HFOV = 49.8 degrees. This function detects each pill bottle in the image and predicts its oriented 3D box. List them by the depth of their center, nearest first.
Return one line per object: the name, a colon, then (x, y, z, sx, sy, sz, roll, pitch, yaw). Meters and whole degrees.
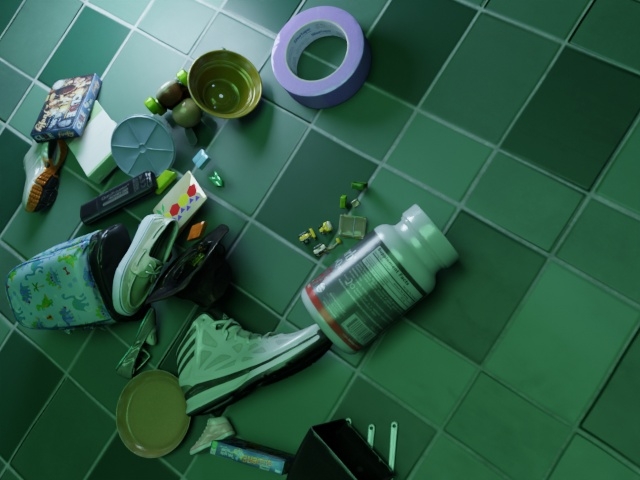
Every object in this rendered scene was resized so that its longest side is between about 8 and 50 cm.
pill bottle: (0.149, 0.092, 1.690, 0.363, 0.210, 0.210, -40, 68, 6)

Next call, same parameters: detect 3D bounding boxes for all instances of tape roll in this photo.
tape roll: (0.003, -0.519, 1.957, 0.274, 0.090, 0.275, -4, 76, 17)

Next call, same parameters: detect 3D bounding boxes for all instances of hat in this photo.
hat: (-0.326, 0.105, 1.860, 0.331, 0.331, 0.134, -38, 106, 7)

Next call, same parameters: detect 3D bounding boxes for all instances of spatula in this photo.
spatula: (0.112, 0.563, 1.691, 0.168, 0.019, 0.242, 0, 77, 20)

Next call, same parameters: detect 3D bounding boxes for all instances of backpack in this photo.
backpack: (-0.710, 0.129, 1.973, 0.355, 0.273, 0.290, -6, 104, 31)

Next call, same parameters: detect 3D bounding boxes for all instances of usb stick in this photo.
usb stick: (-0.616, -0.128, 2.091, 0.278, 0.045, 0.077, -25, 62, 17)

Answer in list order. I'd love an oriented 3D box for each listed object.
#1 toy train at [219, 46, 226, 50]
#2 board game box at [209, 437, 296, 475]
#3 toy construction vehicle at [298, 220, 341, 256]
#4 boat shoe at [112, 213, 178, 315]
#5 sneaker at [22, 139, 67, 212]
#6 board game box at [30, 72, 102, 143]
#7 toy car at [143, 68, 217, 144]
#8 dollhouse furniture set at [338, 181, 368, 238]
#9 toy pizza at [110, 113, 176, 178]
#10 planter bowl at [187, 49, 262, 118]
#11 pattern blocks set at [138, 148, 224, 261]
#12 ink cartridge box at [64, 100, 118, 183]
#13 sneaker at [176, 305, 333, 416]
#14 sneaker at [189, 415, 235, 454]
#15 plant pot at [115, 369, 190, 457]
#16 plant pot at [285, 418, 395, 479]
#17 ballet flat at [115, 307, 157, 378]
toy train: (-0.314, -0.555, 2.111, 0.017, 0.023, 0.083, 27, 86, 23)
board game box: (-0.159, 0.539, 1.729, 0.201, 0.136, 0.035, 9, 80, 22)
toy construction vehicle: (0.000, 0.000, 1.864, 0.098, 0.035, 0.086, -32, 58, 7)
boat shoe: (-0.483, 0.063, 1.905, 0.094, 0.109, 0.302, 2, 68, 36)
sneaker: (-0.904, -0.213, 2.206, 0.121, 0.099, 0.262, 4, 71, 28)
board game box: (-0.808, -0.423, 2.198, 0.165, 0.042, 0.243, -6, 54, 17)
toy car: (-0.402, -0.388, 2.067, 0.155, 0.149, 0.188, -39, 95, 5)
dollhouse furniture set: (0.093, -0.081, 1.853, 0.076, 0.058, 0.152, 7, 99, 13)
toy pizza: (-0.531, -0.280, 2.074, 0.201, 0.032, 0.201, 2, 109, 5)
planter bowl: (-0.285, -0.439, 2.017, 0.217, 0.090, 0.217, 5, 75, -17)
pattern blocks set: (-0.408, -0.098, 2.004, 0.325, 0.026, 0.285, -39, 56, 17)
ink cartridge box: (-0.702, -0.312, 2.172, 0.171, 0.056, 0.235, -44, 55, 4)
sneaker: (-0.199, 0.258, 1.793, 0.447, 0.169, 0.257, -28, 71, 14)
sneaker: (-0.295, 0.514, 1.830, 0.134, 0.051, 0.070, -30, 67, 7)
plant pot: (-0.456, 0.477, 1.905, 0.236, 0.032, 0.236, -4, 75, 17)
plant pot: (0.029, 0.554, 1.625, 0.188, 0.187, 0.167, 44, 103, 25)
ballet flat: (-0.503, 0.295, 1.957, 0.068, 0.072, 0.213, 29, 88, -4)
